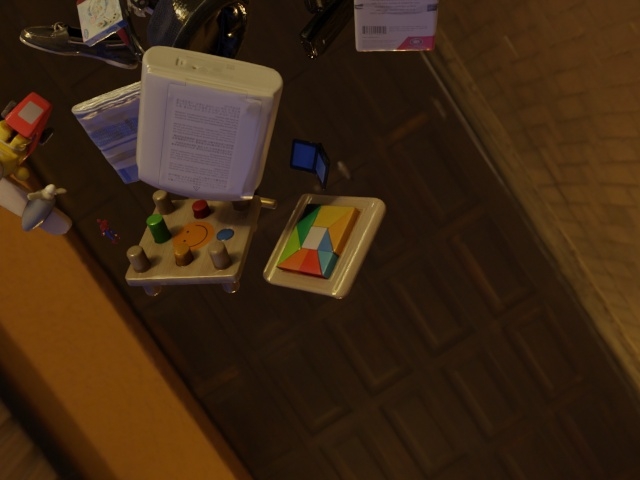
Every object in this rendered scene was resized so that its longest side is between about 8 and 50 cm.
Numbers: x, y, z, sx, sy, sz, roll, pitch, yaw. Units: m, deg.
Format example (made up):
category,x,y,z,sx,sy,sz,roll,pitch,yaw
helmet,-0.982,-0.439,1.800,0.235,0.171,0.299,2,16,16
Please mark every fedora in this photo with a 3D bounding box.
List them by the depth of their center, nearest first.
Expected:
category,x,y,z,sx,sy,sz,roll,pitch,yaw
fedora,-0.301,-0.474,1.764,0.152,0.334,0.334,38,180,8

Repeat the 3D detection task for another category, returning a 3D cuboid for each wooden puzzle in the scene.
category,x,y,z,sx,sy,sz,roll,pitch,yaw
wooden puzzle,0.000,0.000,1.576,0.238,0.221,0.044,10,158,46

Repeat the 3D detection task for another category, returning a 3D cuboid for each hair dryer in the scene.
category,x,y,z,sx,sy,sz,roll,pitch,yaw
hair dryer,-0.560,-0.596,2.042,0.293,0.080,0.224,36,140,27

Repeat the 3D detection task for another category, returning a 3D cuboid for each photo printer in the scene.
category,x,y,z,sx,sy,sz,roll,pitch,yaw
photo printer,-0.222,-0.205,1.477,0.308,0.256,0.107,107,169,-45

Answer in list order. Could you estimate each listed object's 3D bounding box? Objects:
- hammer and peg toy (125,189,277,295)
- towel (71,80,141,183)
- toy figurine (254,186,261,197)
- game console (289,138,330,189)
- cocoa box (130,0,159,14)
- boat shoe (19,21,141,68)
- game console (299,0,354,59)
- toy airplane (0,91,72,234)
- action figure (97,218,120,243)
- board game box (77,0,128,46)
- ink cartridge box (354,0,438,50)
category,x,y,z,sx,sy,sz,roll,pitch,yaw
hammer and peg toy,-0.257,-0.042,1.701,0.361,0.265,0.127,-77,-21,-45
towel,-0.447,-0.256,1.868,0.285,0.209,0.034,67,-173,-52
toy figurine,-0.277,-0.105,2.115,0.213,0.210,0.148,18,172,-2
game console,-0.028,-0.202,2.047,0.122,0.071,0.107,101,150,-55
cocoa box,-0.485,-0.808,2.149,0.347,0.231,0.228,23,-144,-42
boat shoe,-0.681,-0.582,2.206,0.335,0.096,0.112,8,-147,-22
game console,0.016,-0.591,1.833,0.044,0.213,0.361,35,172,16
toy airplane,-0.876,-0.179,2.012,0.272,0.386,0.385,-129,33,-73
action figure,-0.644,-0.032,2.317,0.030,0.038,0.115,15,154,20
board game box,-0.402,-0.416,1.413,0.020,0.090,0.090,36,-145,-61
ink cartridge box,0.141,-0.463,1.442,0.218,0.158,0.092,82,-170,-64
